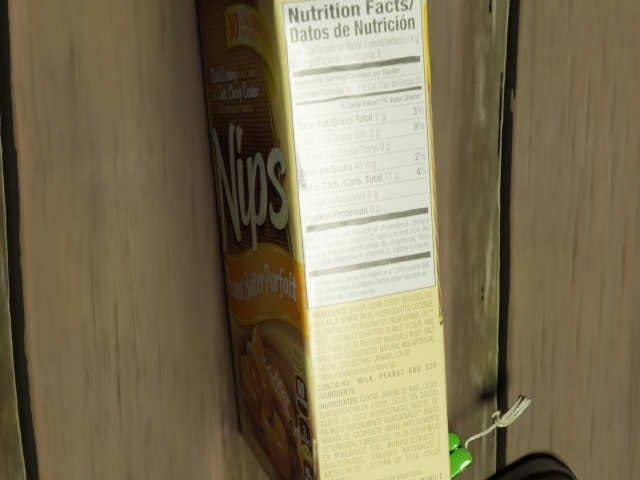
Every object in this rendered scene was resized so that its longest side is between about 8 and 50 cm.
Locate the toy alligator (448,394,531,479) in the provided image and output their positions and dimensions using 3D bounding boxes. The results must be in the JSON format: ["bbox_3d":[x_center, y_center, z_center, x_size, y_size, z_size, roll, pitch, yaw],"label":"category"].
[{"bbox_3d":[0.061,0.160,0.946,0.190,0.056,0.051,-45,73,-2],"label":"toy alligator"}]

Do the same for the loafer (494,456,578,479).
[{"bbox_3d":[0.099,0.234,0.960,0.220,0.078,0.080,-37,113,-6],"label":"loafer"}]

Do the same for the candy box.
[{"bbox_3d":[0.000,0.000,0.807,0.087,0.183,0.316,-10,108,-16],"label":"candy box"}]
